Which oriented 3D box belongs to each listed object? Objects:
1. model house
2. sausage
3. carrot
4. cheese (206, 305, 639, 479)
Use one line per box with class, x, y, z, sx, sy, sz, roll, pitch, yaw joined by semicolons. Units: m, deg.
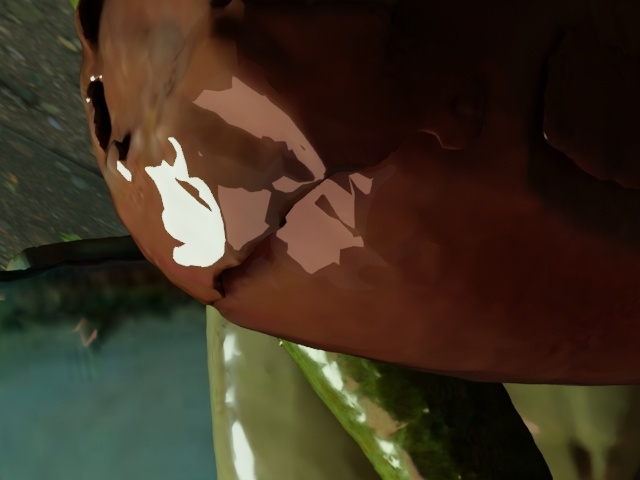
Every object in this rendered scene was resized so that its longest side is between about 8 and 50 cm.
model house;-0.055;0.115;1.004;0.360;0.297;0.339;-7;-169;-4
sausage;0.045;-0.032;0.563;0.152;0.152;0.279;12;179;42
carrot;0.000;0.000;0.675;0.358;0.074;0.074;60;159;2
cheese;0.054;0.059;0.766;0.235;0.218;0.117;64;180;-5
